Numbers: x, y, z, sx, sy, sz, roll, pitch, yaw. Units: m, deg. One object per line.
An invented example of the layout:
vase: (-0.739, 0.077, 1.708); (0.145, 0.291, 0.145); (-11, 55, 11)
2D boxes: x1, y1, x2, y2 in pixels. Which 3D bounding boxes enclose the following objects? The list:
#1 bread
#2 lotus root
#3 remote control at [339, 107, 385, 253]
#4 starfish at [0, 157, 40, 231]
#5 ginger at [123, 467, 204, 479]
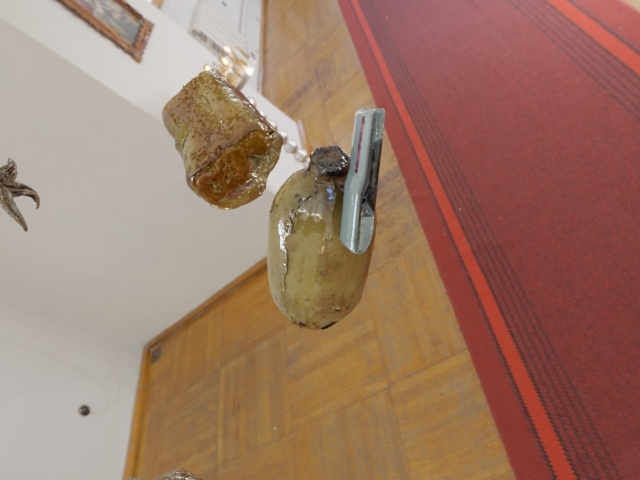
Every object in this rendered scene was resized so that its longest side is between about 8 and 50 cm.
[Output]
bread: (-0.194, -0.199, 0.879); (0.195, 0.149, 0.344); (-40, 46, 6)
lotus root: (0.000, 0.000, 0.654); (0.146, 0.160, 0.284); (32, 129, 37)
remote control: (0.046, -0.070, 0.524); (0.065, 0.029, 0.166); (-127, 39, -68)
starfish: (-0.729, -0.128, 1.014); (0.057, 0.213, 0.237); (-21, 77, 4)
ginger: (-0.245, 0.517, 0.888); (0.334, 0.148, 0.081); (7, 77, 6)
